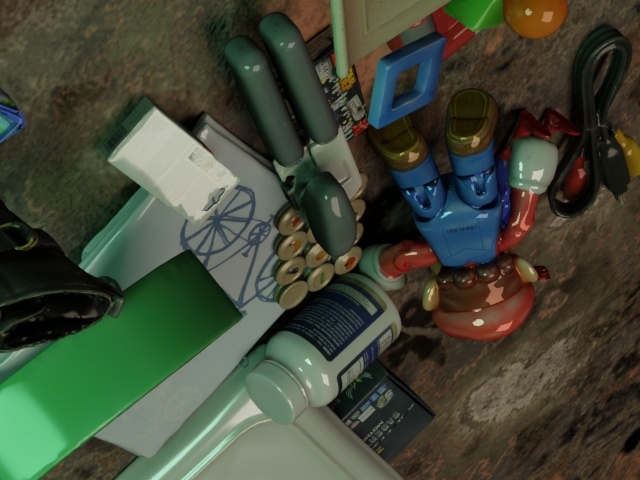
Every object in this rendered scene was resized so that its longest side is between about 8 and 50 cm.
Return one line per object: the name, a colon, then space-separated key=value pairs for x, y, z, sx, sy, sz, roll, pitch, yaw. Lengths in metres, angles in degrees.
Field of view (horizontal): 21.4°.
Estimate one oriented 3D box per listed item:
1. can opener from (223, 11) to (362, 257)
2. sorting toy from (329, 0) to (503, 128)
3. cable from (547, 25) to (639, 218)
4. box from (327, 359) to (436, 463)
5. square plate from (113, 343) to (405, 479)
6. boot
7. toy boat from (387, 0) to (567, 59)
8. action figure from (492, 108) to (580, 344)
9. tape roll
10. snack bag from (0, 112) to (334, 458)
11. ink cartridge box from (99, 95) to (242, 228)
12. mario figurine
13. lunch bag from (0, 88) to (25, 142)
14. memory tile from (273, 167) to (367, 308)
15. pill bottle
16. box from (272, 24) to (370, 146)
can opener: x=-0.010 y=-0.094 z=1.536 sx=0.074 sy=0.093 sz=0.280 roll=-36 pitch=143 yaw=-8
sorting toy: x=0.066 y=-0.228 z=1.159 sx=0.196 sy=0.047 sz=0.348 roll=-38 pitch=150 yaw=-21
cable: x=0.310 y=-0.132 z=1.984 sx=0.139 sy=0.072 sz=0.287 roll=-24 pitch=134 yaw=-3
box: x=0.016 y=0.251 z=2.052 sx=0.232 sy=0.059 sz=0.183 roll=-44 pitch=150 yaw=0
square plate: x=-0.092 y=0.328 z=1.929 sx=0.344 sy=0.049 sz=0.347 roll=-44 pitch=131 yaw=-2
boot: x=-0.291 y=-0.003 z=1.212 sx=0.263 sy=0.229 sz=0.091 roll=-8 pitch=133 yaw=-46
toy boat: x=0.168 y=-0.241 z=1.558 sx=0.231 sy=0.151 sz=0.151 roll=-40 pitch=149 yaw=-8
action figure: x=0.223 y=0.003 z=1.938 sx=0.091 sy=0.139 sz=0.280 roll=-7 pitch=135 yaw=-46
tape roll: x=-0.211 y=0.134 z=1.408 sx=0.321 sy=0.077 sz=0.321 roll=-38 pitch=180 yaw=0
snack bag: x=-0.145 y=0.062 z=1.657 sx=0.342 sy=0.037 sz=0.323 roll=-49 pitch=149 yaw=5
ink cartridge box: x=-0.130 y=-0.067 z=1.484 sx=0.063 sy=0.029 sz=0.115 roll=-48 pitch=125 yaw=4
mario figurine: x=0.141 y=-0.030 z=1.801 sx=0.170 sy=0.198 sz=0.320 roll=-54 pitch=144 yaw=-31
lunch bag: x=-0.299 y=-0.108 z=1.178 sx=0.151 sy=0.129 sz=0.096 roll=-12 pitch=136 yaw=-42
memory tile: x=0.000 y=0.000 z=1.708 sx=0.113 sy=0.012 sz=0.148 roll=-28 pitch=145 yaw=-25
pill bottle: x=0.000 y=0.118 z=1.811 sx=0.169 sy=0.094 sz=0.094 roll=-41 pitch=151 yaw=-31
box: x=-0.006 y=-0.129 z=1.603 sx=0.094 sy=0.027 sz=0.137 roll=-38 pitch=148 yaw=-12
